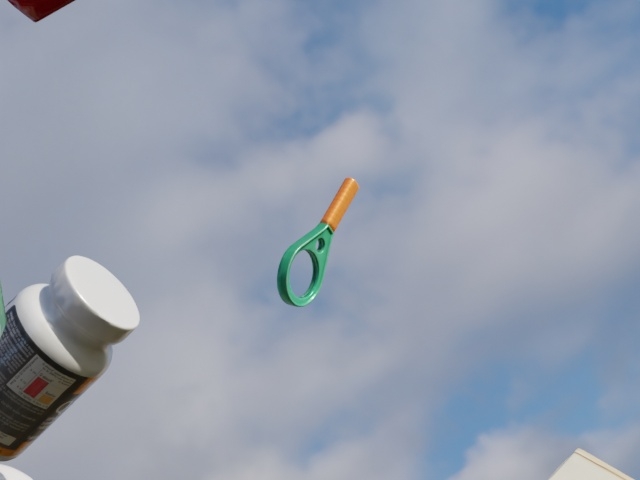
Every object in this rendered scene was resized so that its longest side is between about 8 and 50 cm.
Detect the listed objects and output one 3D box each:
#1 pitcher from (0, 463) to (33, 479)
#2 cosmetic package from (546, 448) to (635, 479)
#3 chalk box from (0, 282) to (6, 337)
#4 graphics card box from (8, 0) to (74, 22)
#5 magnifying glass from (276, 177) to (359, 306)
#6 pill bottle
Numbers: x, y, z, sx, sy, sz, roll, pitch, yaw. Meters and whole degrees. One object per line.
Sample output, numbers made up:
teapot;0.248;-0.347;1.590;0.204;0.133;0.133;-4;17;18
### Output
pitcher;-0.520;0.360;2.119;0.207;0.125;0.177;4;-77;-17
cosmetic package;0.289;0.315;1.140;0.113;0.309;0.160;-24;-40;-61
chalk box;-0.418;0.069;1.420;0.180;0.289;0.179;9;-45;5
graphics card box;-0.169;-0.391;1.455;0.233;0.371;0.094;-21;-55;36
magnifying glass;0.000;0.000;2.217;0.092;0.026;0.231;57;-130;-41
pill bottle;-0.386;0.160;1.997;0.278;0.162;0.162;-43;-29;17
